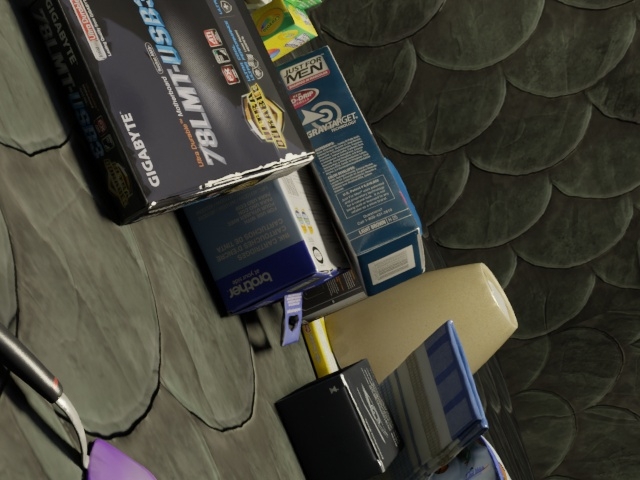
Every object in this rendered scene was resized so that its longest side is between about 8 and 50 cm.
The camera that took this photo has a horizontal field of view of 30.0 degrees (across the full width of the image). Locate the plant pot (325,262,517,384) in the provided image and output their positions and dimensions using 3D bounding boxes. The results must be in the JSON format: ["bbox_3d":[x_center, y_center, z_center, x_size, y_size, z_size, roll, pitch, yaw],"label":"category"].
[{"bbox_3d":[0.191,0.160,2.058,0.256,0.274,0.256,54,16,-23],"label":"plant pot"}]

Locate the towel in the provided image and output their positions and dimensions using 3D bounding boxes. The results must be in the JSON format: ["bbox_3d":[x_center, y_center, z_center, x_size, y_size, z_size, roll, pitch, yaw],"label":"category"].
[{"bbox_3d":[0.144,0.285,1.851,0.034,0.285,0.209,19,38,-31],"label":"towel"}]

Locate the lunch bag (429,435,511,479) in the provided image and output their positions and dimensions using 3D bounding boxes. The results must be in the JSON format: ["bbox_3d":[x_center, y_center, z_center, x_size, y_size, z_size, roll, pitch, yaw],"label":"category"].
[{"bbox_3d":[0.257,0.518,1.927,0.328,0.239,0.385,55,25,-50],"label":"lunch bag"}]

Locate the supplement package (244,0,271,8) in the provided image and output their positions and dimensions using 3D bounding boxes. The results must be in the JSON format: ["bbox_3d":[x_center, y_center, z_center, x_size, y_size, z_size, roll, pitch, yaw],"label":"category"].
[{"bbox_3d":[-0.130,-0.453,1.817,0.105,0.105,0.179,22,70,-74],"label":"supplement package"}]

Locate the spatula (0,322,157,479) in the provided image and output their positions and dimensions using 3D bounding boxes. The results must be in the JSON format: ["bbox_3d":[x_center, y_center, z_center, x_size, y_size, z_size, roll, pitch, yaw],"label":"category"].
[{"bbox_3d":[-0.222,0.152,1.036,0.296,0.030,0.084,58,13,-30],"label":"spatula"}]

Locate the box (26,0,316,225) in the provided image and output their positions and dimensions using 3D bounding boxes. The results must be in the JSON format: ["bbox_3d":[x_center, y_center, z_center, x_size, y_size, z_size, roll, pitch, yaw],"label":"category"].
[{"bbox_3d":[-0.178,-0.193,1.488,0.293,0.073,0.295,-19,83,-47],"label":"box"}]

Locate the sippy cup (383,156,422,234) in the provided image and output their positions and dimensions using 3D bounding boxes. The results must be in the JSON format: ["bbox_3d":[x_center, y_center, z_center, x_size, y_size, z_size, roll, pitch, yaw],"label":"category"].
[{"bbox_3d":[0.055,-0.036,2.175,0.305,0.224,0.240,53,18,-49],"label":"sippy cup"}]

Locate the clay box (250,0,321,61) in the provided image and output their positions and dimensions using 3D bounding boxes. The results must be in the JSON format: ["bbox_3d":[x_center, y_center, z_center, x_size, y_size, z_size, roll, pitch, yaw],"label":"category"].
[{"bbox_3d":[-0.098,-0.291,1.761,0.053,0.222,0.127,64,14,5],"label":"clay box"}]

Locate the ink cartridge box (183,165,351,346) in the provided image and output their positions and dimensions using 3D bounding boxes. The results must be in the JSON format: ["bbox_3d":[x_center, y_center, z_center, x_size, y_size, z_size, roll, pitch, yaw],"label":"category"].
[{"bbox_3d":[-0.090,-0.047,1.726,0.395,0.151,0.270,65,11,5],"label":"ink cartridge box"}]

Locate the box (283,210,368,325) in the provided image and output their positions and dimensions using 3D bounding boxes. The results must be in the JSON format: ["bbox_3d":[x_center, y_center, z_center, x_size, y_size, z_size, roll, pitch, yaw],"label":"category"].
[{"bbox_3d":[0.000,0.000,1.951,0.056,0.183,0.231,39,28,-74],"label":"box"}]

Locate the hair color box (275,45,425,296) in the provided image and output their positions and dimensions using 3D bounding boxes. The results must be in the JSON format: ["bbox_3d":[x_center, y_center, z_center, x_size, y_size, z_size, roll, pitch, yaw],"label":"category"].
[{"bbox_3d":[0.042,-0.107,1.828,0.174,0.105,0.347,73,-7,-66],"label":"hair color box"}]

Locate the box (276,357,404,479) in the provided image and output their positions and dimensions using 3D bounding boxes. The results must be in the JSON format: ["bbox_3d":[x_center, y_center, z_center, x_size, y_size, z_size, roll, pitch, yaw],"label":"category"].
[{"bbox_3d":[0.034,0.269,1.744,0.153,0.108,0.207,67,12,6],"label":"box"}]

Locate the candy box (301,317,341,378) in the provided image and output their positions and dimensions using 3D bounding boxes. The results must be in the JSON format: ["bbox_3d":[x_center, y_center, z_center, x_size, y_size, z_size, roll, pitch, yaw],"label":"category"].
[{"bbox_3d":[-0.002,0.162,2.005,0.105,0.027,0.206,39,28,-60],"label":"candy box"}]
